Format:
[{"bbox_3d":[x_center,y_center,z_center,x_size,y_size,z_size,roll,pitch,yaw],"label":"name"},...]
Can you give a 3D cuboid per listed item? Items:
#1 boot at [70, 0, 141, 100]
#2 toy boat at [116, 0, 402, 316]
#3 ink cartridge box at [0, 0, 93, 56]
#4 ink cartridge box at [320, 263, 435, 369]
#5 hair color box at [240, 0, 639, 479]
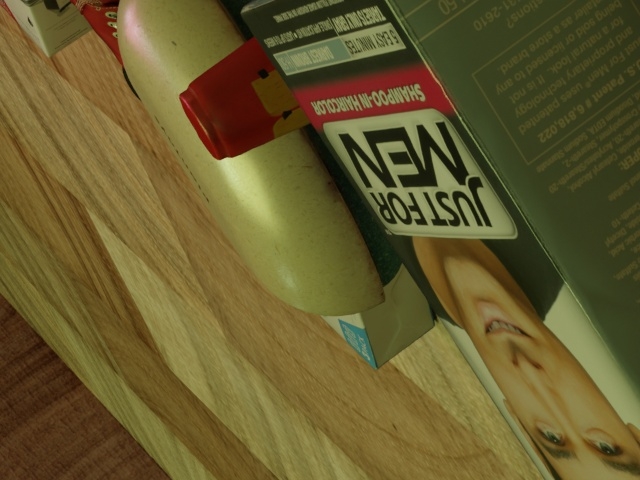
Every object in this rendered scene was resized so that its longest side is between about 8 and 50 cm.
[{"bbox_3d":[-0.130,-0.168,1.333,0.176,0.088,0.244,56,173,-12],"label":"boot"},{"bbox_3d":[-0.014,-0.085,1.099,0.267,0.148,0.318,58,173,1],"label":"toy boat"},{"bbox_3d":[-0.260,-0.244,1.603,0.099,0.056,0.135,46,164,29],"label":"ink cartridge box"},{"bbox_3d":[0.000,0.000,1.352,0.181,0.061,0.104,43,162,35],"label":"ink cartridge box"},{"bbox_3d":[0.130,0.007,0.877,0.374,0.113,0.185,56,165,-12],"label":"hair color box"}]
